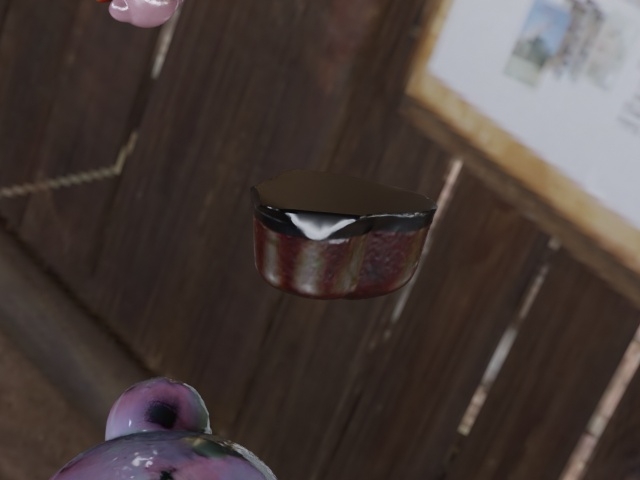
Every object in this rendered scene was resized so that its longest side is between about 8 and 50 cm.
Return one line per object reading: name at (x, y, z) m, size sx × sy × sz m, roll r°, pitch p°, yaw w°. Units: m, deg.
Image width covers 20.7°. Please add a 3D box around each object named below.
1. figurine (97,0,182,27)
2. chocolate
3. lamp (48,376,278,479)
figurine at (-0.183, -0.254, 1.813) m, size 0.071 × 0.067 × 0.083 m, roll 41°, pitch 59°, yaw 13°
chocolate at (0.000, 0.000, 1.288) m, size 0.149 × 0.080 × 0.125 m, roll -6°, pitch 20°, yaw -37°
lamp at (-0.052, 0.248, 1.091) m, size 0.301 × 0.247 × 0.247 m, roll 42°, pitch 56°, yaw -14°
